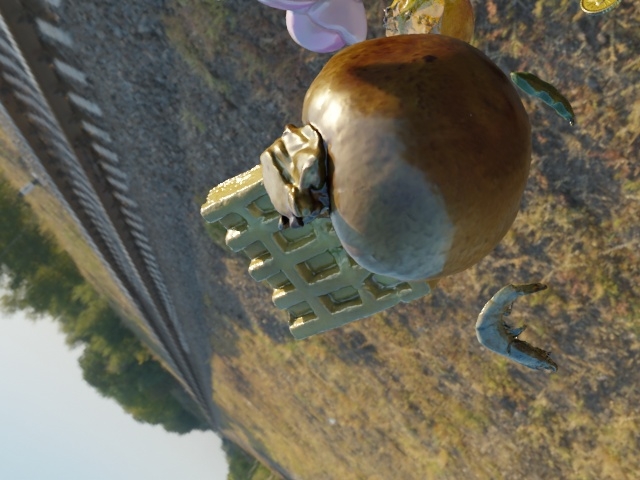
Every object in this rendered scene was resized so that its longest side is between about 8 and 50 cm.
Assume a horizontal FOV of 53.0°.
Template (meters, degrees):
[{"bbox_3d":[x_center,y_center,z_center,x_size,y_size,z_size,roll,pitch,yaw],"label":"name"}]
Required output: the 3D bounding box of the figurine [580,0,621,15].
[{"bbox_3d":[0.467,-0.442,0.913,0.143,0.271,0.143,45,176,4],"label":"figurine"}]

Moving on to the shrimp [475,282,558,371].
[{"bbox_3d":[0.374,0.150,1.137,0.195,0.147,0.035,28,-176,-15],"label":"shrimp"}]

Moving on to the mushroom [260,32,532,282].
[{"bbox_3d":[0.083,-0.087,0.648,0.195,0.283,0.263,106,139,-77],"label":"mushroom"}]

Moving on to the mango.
[{"bbox_3d":[0.186,-0.350,1.090,0.126,0.154,0.252,45,-177,19],"label":"mango"}]

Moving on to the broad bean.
[{"bbox_3d":[0.627,-0.409,1.791,0.255,0.065,0.046,29,172,-19],"label":"broad bean"}]

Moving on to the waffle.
[{"bbox_3d":[0.000,0.000,1.095,0.304,0.077,0.348,-23,115,31],"label":"waffle"}]

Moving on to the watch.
[{"bbox_3d":[-0.041,-0.387,0.806,0.248,0.210,0.217,22,-162,-40],"label":"watch"}]
